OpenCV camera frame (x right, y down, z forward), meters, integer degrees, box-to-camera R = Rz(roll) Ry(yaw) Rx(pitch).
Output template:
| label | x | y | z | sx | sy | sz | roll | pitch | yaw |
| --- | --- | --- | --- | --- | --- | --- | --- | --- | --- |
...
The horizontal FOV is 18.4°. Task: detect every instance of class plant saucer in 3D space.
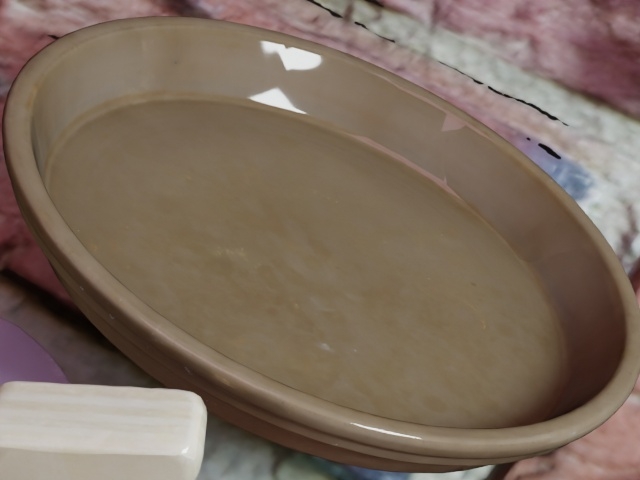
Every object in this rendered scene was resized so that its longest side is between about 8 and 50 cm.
| label | x | y | z | sx | sy | sz | roll | pitch | yaw |
| --- | --- | --- | --- | --- | --- | --- | --- | --- | --- |
| plant saucer | 0.000 | 0.000 | 0.806 | 0.278 | 0.041 | 0.278 | 19 | 31 | -12 |

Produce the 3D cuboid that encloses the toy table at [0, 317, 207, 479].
| label | x | y | z | sx | sy | sz | roll | pitch | yaw |
| --- | --- | --- | --- | --- | --- | --- | --- | --- | --- |
| toy table | -0.164 | 0.104 | 0.701 | 0.252 | 0.161 | 0.274 | -6 | 53 | -5 |
